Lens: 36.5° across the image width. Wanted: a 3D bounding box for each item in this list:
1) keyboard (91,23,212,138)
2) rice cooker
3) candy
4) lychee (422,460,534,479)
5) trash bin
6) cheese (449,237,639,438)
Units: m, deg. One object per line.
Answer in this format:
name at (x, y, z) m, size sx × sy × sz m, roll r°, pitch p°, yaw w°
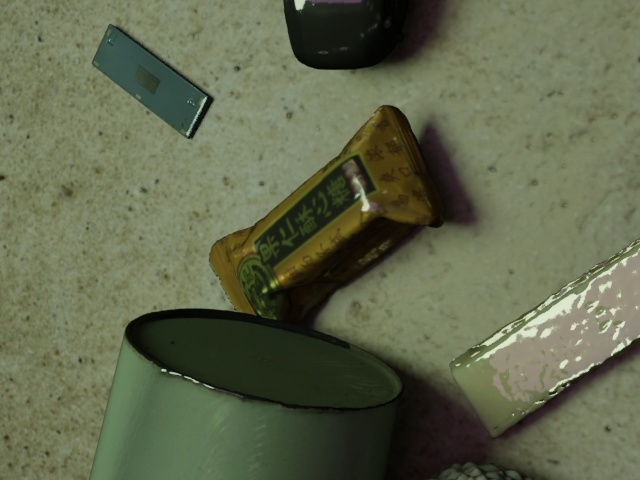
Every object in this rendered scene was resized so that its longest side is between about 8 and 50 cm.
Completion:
keyboard at (-0.196, -0.184, 1.115) m, size 0.176 × 0.014 × 0.055 m, roll 38°, pitch 106°, yaw 26°
rice cooker at (0.029, -0.262, 0.924) m, size 0.118 × 0.142 × 0.203 m, roll 11°, pitch 93°, yaw 17°
candy at (0.000, 0.000, 0.950) m, size 0.271 × 0.101 × 0.143 m, roll -36°, pitch 65°, yaw 28°
lychee at (0.123, 0.280, 0.820) m, size 0.197 × 0.165 × 0.165 m, roll -40°, pitch 65°, yaw -14°
trash bin at (-0.092, 0.301, 0.862) m, size 0.280 × 0.280 × 0.432 m, roll 17°, pitch 100°, yaw 29°
cheese at (0.283, 0.036, 0.825) m, size 0.400 × 0.034 × 0.085 m, roll -38°, pitch 67°, yaw 21°
